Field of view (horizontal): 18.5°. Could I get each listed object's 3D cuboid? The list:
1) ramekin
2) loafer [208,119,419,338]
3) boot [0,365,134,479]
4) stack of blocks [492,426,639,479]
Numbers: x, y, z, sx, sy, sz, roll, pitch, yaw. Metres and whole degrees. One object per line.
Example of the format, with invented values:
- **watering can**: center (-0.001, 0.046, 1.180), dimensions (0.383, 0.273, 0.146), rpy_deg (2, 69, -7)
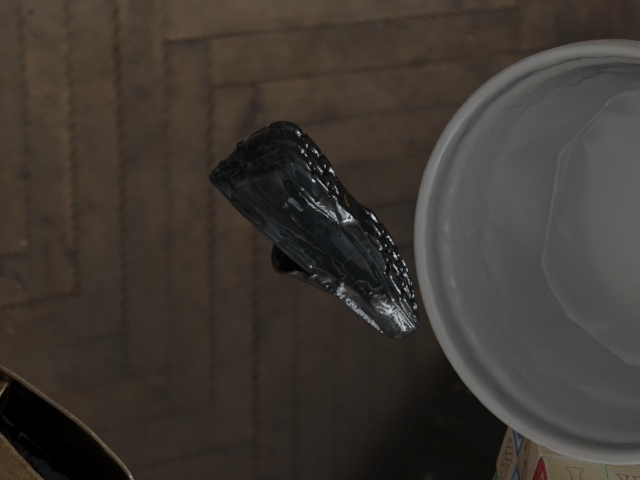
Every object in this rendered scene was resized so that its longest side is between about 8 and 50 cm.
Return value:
- **ramekin**: center (0.161, 0.001, 0.988), dimensions (0.109, 0.207, 0.207), rpy_deg (-14, 114, -57)
- **loafer**: center (0.000, 0.000, 1.468), dimensions (0.078, 0.076, 0.223), rpy_deg (-27, 129, 17)
- **boot**: center (-0.223, 0.068, 1.053), dimensions (0.305, 0.115, 0.112), rpy_deg (43, 48, -15)
- **stack of blocks**: center (0.167, 0.247, 1.255), dimensions (0.087, 0.297, 0.171), rpy_deg (9, 124, -8)
